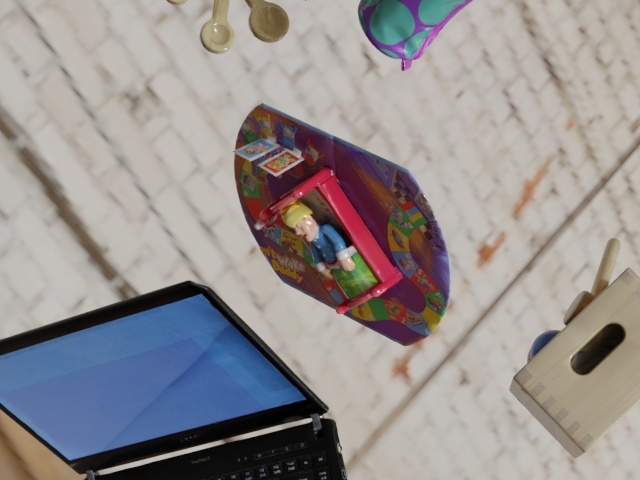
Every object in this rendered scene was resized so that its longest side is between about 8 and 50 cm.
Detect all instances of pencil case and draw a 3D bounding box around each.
[{"bbox_3d":[0.101,-0.203,1.264,0.152,0.064,0.070,-36,-94,34],"label":"pencil case"}]

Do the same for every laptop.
[{"bbox_3d":[-0.111,0.183,1.122,0.234,0.136,0.264,-17,-102,31],"label":"laptop"}]

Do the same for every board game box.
[{"bbox_3d":[0.000,0.000,0.948,0.169,0.033,0.133,27,-43,33],"label":"board game box"}]

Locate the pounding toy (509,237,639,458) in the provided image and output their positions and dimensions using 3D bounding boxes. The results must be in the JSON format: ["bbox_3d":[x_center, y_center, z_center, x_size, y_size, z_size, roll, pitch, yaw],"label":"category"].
[{"bbox_3d":[0.199,0.070,1.153,0.100,0.141,0.130,46,-3,11],"label":"pounding toy"}]

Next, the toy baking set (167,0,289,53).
[{"bbox_3d":[-0.101,-0.272,1.396,0.256,0.196,0.030,30,-24,-6],"label":"toy baking set"}]
